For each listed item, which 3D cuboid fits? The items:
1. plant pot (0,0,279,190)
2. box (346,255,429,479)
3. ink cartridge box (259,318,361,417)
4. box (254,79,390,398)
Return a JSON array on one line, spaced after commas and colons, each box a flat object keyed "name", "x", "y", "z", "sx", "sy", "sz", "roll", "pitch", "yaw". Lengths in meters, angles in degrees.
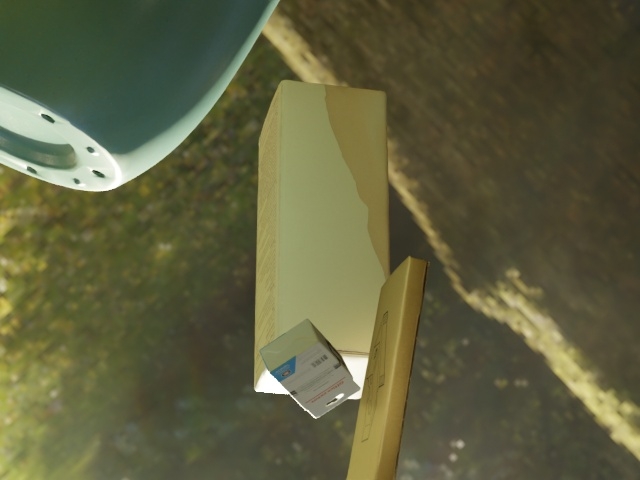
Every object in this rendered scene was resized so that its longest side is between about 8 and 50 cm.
[{"name": "plant pot", "x": -0.190, "y": -0.181, "z": 1.170, "sx": 0.293, "sy": 0.293, "sz": 0.235, "roll": 106, "pitch": 5, "yaw": -72}, {"name": "box", "x": 0.059, "y": 0.127, "z": 1.370, "sx": 0.164, "sy": 0.021, "sz": 0.201, "roll": 124, "pitch": -24, "yaw": -76}, {"name": "ink cartridge box", "x": -0.007, "y": 0.104, "z": 1.204, "sx": 0.048, "sy": 0.028, "sz": 0.083, "roll": -33, "pitch": 138, "yaw": 5}, {"name": "box", "x": 0.000, "y": 0.000, "z": 1.609, "sx": 0.121, "sy": 0.311, "sz": 0.148, "roll": 5, "pitch": 156, "yaw": -11}]
